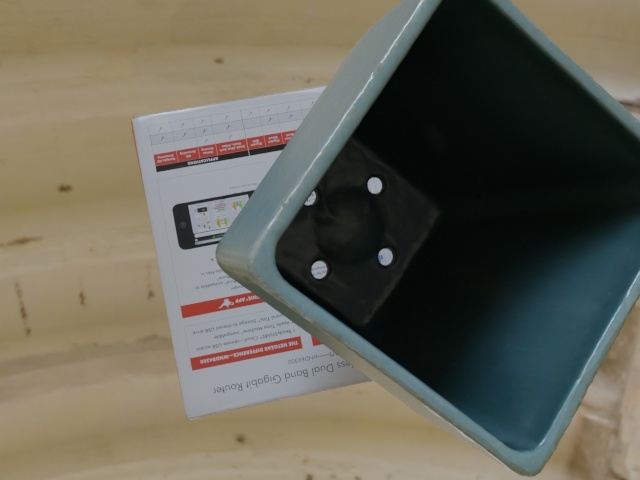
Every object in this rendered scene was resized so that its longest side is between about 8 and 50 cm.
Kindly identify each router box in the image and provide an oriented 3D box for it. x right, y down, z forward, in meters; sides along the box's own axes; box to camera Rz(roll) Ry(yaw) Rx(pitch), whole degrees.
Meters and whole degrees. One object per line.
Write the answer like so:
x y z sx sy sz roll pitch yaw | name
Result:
0.000 0.000 0.992 0.082 0.335 0.301 126 133 -79 | router box

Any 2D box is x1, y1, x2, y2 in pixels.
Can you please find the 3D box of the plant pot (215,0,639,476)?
0.067 -0.013 0.739 0.247 0.248 0.252 -56 18 -12 | plant pot
